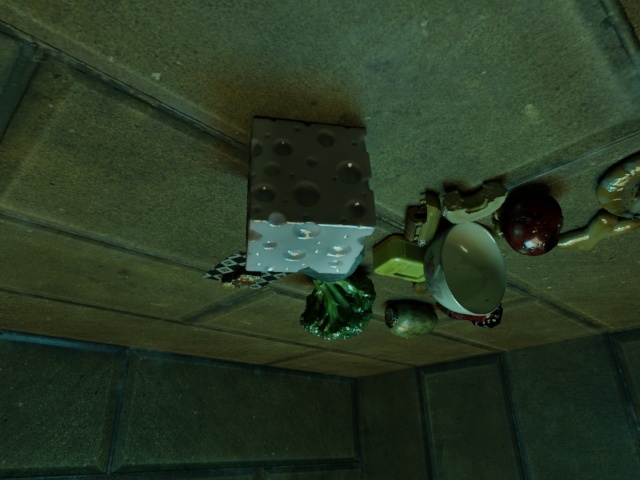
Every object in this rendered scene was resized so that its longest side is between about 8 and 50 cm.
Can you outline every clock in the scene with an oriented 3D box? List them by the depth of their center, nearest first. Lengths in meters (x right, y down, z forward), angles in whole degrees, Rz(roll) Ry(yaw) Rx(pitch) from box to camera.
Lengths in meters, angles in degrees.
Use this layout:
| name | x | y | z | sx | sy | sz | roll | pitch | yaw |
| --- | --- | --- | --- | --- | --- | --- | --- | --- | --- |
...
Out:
| name | x | y | z | sx | sy | sz | roll | pitch | yaw |
| --- | --- | --- | --- | --- | --- | --- | --- | --- | --- |
| clock | 0.280 | 0.060 | 1.441 | 0.202 | 0.096 | 0.143 | 12 | 153 | -25 |

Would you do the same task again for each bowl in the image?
| name | x | y | z | sx | sy | sz | roll | pitch | yaw |
| --- | --- | --- | --- | --- | --- | --- | --- | --- | --- |
| bowl | 0.409 | 0.088 | 1.333 | 0.276 | 0.277 | 0.145 | 13 | 163 | -27 |

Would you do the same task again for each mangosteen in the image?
| name | x | y | z | sx | sy | sz | roll | pitch | yaw |
| --- | --- | --- | --- | --- | --- | --- | --- | --- | --- |
| mangosteen | 0.539 | -0.046 | 1.180 | 0.166 | 0.166 | 0.180 | 24 | 174 | -42 |

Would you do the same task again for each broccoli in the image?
| name | x | y | z | sx | sy | sz | roll | pitch | yaw |
| --- | --- | --- | --- | --- | --- | --- | --- | --- | --- |
| broccoli | 0.054 | 0.214 | 1.599 | 0.307 | 0.308 | 0.275 | -20 | 114 | 34 |

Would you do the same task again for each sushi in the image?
| name | x | y | z | sx | sy | sz | roll | pitch | yaw |
| --- | --- | --- | --- | --- | --- | --- | --- | --- | --- |
| sushi | -0.258 | 0.136 | 1.618 | 0.263 | 0.050 | 0.290 | 18 | 147 | -36 |

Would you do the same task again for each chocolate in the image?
| name | x | y | z | sx | sy | sz | roll | pitch | yaw |
| --- | --- | --- | --- | --- | --- | --- | --- | --- | --- |
| chocolate | 0.679 | 0.263 | 1.865 | 0.156 | 0.156 | 0.133 | -10 | 136 | 17 |

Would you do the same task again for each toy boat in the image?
| name | x | y | z | sx | sy | sz | roll | pitch | yaw |
| --- | --- | --- | --- | --- | --- | --- | --- | --- | --- |
| toy boat | 0.279 | -0.054 | 1.236 | 0.087 | 0.068 | 0.226 | -1 | 154 | 5 |

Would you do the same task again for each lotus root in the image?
| name | x | y | z | sx | sy | sz | roll | pitch | yaw |
| --- | --- | --- | --- | --- | --- | --- | --- | --- | --- |
| lotus root | 0.423 | 0.355 | 2.010 | 0.309 | 0.173 | 0.173 | 7 | 154 | -35 |

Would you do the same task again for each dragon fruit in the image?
| name | x | y | z | sx | sy | sz | roll | pitch | yaw |
| --- | --- | --- | --- | --- | --- | --- | --- | --- | --- |
| dragon fruit | 0.549 | 0.236 | 1.755 | 0.261 | 0.163 | 0.189 | 12 | 165 | -42 |

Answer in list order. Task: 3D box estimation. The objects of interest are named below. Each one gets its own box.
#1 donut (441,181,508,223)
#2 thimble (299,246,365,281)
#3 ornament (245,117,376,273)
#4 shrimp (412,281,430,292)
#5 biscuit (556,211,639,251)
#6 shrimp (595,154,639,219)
| name | x | y | z | sx | sy | sz | roll | pitch | yaw |
| --- | --- | --- | --- | --- | --- | --- | --- | --- | --- |
| donut | 0.386 | -0.095 | 1.145 | 0.165 | 0.065 | 0.108 | -16 | 154 | 5 |
| thimble | 0.000 | 0.000 | 1.194 | 0.235 | 0.199 | 0.143 | 29 | 178 | 38 |
| ornament | -0.035 | -0.084 | 0.959 | 0.238 | 0.240 | 0.240 | 2 | 154 | -11 |
| shrimp | 0.438 | 0.147 | 1.668 | 0.152 | 0.063 | 0.287 | -1 | 158 | -7 |
| biscuit | 0.835 | -0.021 | 1.362 | 0.164 | 0.047 | 0.208 | 7 | 153 | -16 |
| shrimp | 0.780 | -0.151 | 1.092 | 0.185 | 0.068 | 0.287 | -3 | 145 | -6 |
